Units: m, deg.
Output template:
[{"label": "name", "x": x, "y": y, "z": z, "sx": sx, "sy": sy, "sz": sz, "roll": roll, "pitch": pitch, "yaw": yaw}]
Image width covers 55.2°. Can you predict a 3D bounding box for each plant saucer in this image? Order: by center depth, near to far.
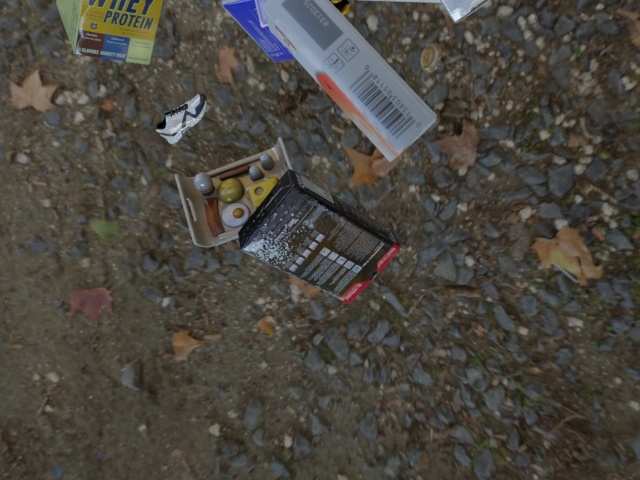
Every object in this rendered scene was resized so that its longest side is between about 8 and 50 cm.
[{"label": "plant saucer", "x": 0.298, "y": -0.501, "z": 1.676, "sx": 0.015, "sy": 0.083, "sz": 0.083, "roll": 3, "pitch": 84, "yaw": -32}]

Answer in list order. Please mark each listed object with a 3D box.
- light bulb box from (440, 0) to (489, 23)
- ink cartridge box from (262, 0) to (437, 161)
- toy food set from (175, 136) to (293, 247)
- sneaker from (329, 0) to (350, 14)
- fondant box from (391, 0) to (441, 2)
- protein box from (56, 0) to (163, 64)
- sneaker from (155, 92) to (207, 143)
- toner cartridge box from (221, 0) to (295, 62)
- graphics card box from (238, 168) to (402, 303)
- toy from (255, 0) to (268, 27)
[{"label": "light bulb box", "x": 0.284, "y": -0.563, "z": 0.892, "sx": 0.358, "sy": 0.361, "sz": 0.225, "roll": -28, "pitch": 120, "yaw": 29}, {"label": "ink cartridge box", "x": 0.018, "y": -0.128, "z": 0.514, "sx": 0.045, "sy": 0.179, "sz": 0.145, "roll": -43, "pitch": 92, "yaw": -2}, {"label": "toy food set", "x": -0.215, "y": -0.133, "z": 1.625, "sx": 0.306, "sy": 0.092, "sz": 0.219, "roll": -20, "pitch": 68, "yaw": 0}, {"label": "sneaker", "x": 0.039, "y": -0.615, "z": 1.432, "sx": 0.088, "sy": 0.225, "sz": 0.092, "roll": -19, "pitch": 74, "yaw": 6}, {"label": "fondant box", "x": 0.273, "y": -0.751, "z": 1.648, "sx": 0.331, "sy": 0.096, "sz": 0.238, "roll": 6, "pitch": 57, "yaw": 12}, {"label": "protein box", "x": -0.379, "y": -0.463, "z": 1.104, "sx": 0.201, "sy": 0.136, "sz": 0.199, "roll": 58, "pitch": 136, "yaw": 37}, {"label": "sneaker", "x": -0.232, "y": -0.207, "z": 1.021, "sx": 0.109, "sy": 0.044, "sz": 0.040, "roll": -41, "pitch": 44, "yaw": 21}, {"label": "toner cartridge box", "x": -0.120, "y": -0.511, "z": 1.288, "sx": 0.075, "sy": 0.348, "sz": 0.165, "roll": -8, "pitch": 86, "yaw": 12}, {"label": "graphics card box", "x": 0.000, "y": 0.000, "z": 1.599, "sx": 0.371, "sy": 0.094, "sz": 0.232, "roll": 27, "pitch": 116, "yaw": -30}, {"label": "toy", "x": -0.093, "y": -0.446, "z": 0.902, "sx": 0.056, "sy": 0.137, "sz": 0.237, "roll": -30, "pitch": 111, "yaw": -37}]
